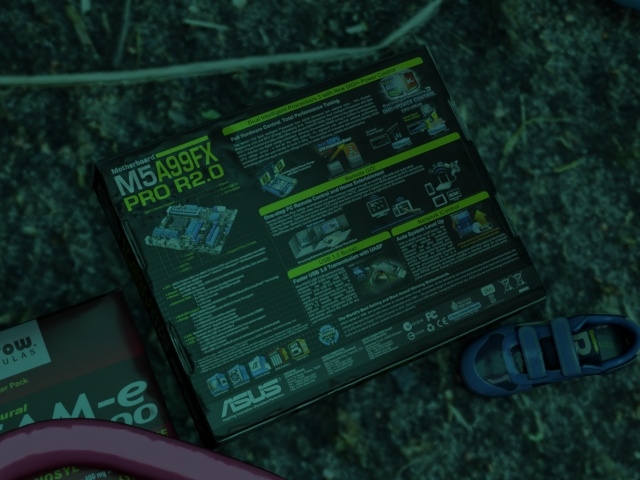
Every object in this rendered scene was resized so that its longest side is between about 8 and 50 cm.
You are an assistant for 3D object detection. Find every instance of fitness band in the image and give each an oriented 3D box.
[{"bbox_3d":[-0.108,0.223,0.720,0.291,0.054,0.209,20,73,-8],"label":"fitness band"}]

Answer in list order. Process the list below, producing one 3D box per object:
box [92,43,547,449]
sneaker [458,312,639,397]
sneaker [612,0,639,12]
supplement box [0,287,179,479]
[{"bbox_3d":[0.000,0.000,0.875,0.270,0.060,0.216,-22,80,-16],"label":"box"},{"bbox_3d":[0.173,0.081,0.887,0.144,0.059,0.053,-11,80,-13],"label":"sneaker"},{"bbox_3d":[0.297,-0.351,0.984,0.125,0.139,0.340,19,74,-8],"label":"sneaker"},{"bbox_3d":[-0.151,0.167,0.793,0.130,0.073,0.239,-20,79,-15],"label":"supplement box"}]
